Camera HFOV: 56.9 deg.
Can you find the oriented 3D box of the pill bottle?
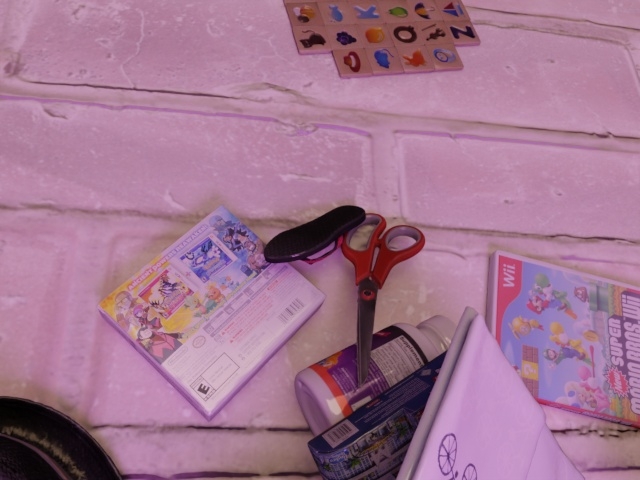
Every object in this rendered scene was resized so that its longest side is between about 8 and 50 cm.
[{"bbox_3d":[0.077,0.161,0.683,0.193,0.108,0.108,-22,68,-22],"label":"pill bottle"}]

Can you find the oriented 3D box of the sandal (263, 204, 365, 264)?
[{"bbox_3d":[0.000,0.000,0.769,0.067,0.040,0.179,17,31,35],"label":"sandal"}]

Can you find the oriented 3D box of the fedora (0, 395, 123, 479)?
[{"bbox_3d":[-0.310,0.282,0.495,0.334,0.152,0.334,6,59,-11],"label":"fedora"}]

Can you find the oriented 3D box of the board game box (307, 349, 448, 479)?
[{"bbox_3d":[0.111,0.244,0.616,0.194,0.060,0.194,-29,109,-18],"label":"board game box"}]

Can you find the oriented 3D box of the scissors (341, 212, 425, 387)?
[{"bbox_3d":[0.050,0.057,0.728,0.109,0.021,0.297,14,41,15],"label":"scissors"}]

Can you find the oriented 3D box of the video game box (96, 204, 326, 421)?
[{"bbox_3d":[-0.128,0.081,0.722,0.187,0.048,0.205,42,62,10],"label":"video game box"}]

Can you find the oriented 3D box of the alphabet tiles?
[{"bbox_3d":[0.107,-0.407,1.058,0.342,0.011,0.285,-8,64,-16],"label":"alphabet tiles"}]

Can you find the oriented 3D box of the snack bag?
[{"bbox_3d":[0.161,0.289,0.538,0.342,0.037,0.323,53,51,-29],"label":"snack bag"}]

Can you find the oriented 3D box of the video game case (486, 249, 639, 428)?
[{"bbox_3d":[0.364,0.137,0.802,0.285,0.025,0.204,14,60,-3],"label":"video game case"}]
